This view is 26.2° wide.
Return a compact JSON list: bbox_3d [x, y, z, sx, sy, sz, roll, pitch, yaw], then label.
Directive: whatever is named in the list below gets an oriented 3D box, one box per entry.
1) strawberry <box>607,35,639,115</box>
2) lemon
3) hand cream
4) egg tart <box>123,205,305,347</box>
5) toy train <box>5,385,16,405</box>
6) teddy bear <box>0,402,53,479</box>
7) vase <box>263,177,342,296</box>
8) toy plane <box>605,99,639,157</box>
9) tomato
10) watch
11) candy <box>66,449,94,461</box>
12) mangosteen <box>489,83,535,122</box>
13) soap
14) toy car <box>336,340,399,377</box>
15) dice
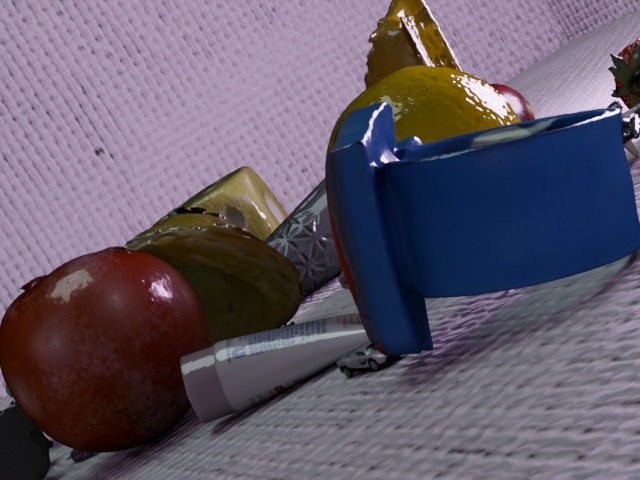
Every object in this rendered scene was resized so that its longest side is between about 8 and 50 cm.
[{"bbox_3d":[0.461,-0.223,1.799,0.148,0.131,0.131,-40,7,-11],"label":"strawberry"},{"bbox_3d":[0.131,-0.090,1.685,0.267,0.267,0.267,-30,5,3],"label":"lemon"},{"bbox_3d":[-0.032,0.129,1.566,0.248,0.083,0.133,-19,7,4],"label":"hand cream"},{"bbox_3d":[-0.181,0.056,1.921,0.315,0.315,0.120,-28,46,24],"label":"egg tart"},{"bbox_3d":[-0.385,0.209,2.287,0.189,0.126,0.307,15,59,45],"label":"toy train"},{"bbox_3d":[-0.473,0.308,1.950,0.171,0.144,0.251,-47,7,-17],"label":"teddy bear"},{"bbox_3d":[0.000,0.000,2.250,0.301,0.156,0.251,-40,-7,-26],"label":"vase"},{"bbox_3d":[0.325,-0.105,1.616,0.192,0.088,0.262,-27,6,25],"label":"toy plane"},{"bbox_3d":[-0.263,0.144,1.723,0.265,0.265,0.265,-30,5,3],"label":"tomato"},{"bbox_3d":[0.164,-0.032,1.309,0.274,0.241,0.305,-12,9,18],"label":"watch"},{"bbox_3d":[-0.328,0.291,1.916,0.030,0.020,0.083,-35,5,-39],"label":"candy"},{"bbox_3d":[0.309,-0.196,2.319,0.181,0.156,0.146,-14,-39,-30],"label":"mangosteen"},{"bbox_3d":[0.078,-0.139,1.951,0.304,0.339,0.169,-27,5,26],"label":"soap"},{"bbox_3d":[0.053,0.116,1.403,0.041,0.025,0.093,-36,7,-35],"label":"toy car"},{"bbox_3d":[-0.180,0.006,2.690,0.233,0.227,0.238,-32,6,7],"label":"dice"}]
